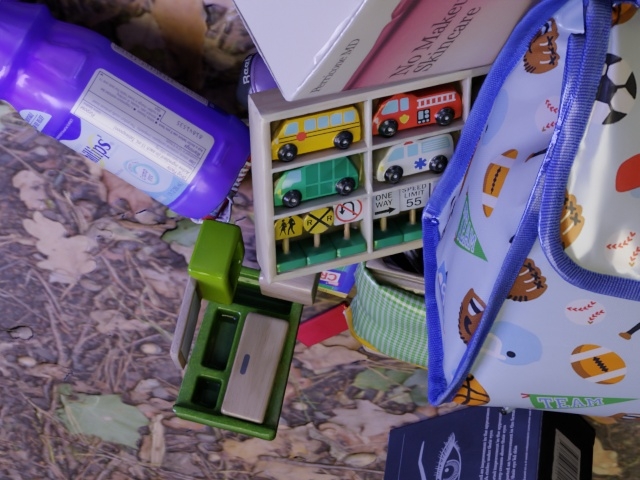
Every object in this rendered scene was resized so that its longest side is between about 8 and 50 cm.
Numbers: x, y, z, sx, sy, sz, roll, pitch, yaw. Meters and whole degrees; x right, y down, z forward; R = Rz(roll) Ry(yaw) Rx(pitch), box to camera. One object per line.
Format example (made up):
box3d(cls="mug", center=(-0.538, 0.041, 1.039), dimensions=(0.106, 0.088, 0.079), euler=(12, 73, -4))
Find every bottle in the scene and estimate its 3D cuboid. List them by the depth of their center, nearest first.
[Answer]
box3d(cls="bottle", center=(-0.196, -0.123, 1.575), dimensions=(0.283, 0.092, 0.118), euler=(31, 165, -11))

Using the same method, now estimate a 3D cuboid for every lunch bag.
box3d(cls="lunch bag", center=(0.275, -0.026, 1.358), dimensions=(0.328, 0.239, 0.385), euler=(8, 141, -13))

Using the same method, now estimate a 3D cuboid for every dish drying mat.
box3d(cls="dish drying mat", center=(0.006, 0.086, 1.890), dimensions=(0.032, 0.008, 0.083), euler=(36, 137, -29))

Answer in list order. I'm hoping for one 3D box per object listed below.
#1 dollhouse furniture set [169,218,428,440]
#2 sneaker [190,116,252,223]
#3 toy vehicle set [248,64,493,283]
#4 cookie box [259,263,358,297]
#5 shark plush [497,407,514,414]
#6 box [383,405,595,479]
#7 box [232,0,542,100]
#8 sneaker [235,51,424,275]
box3d(cls="dollhouse furniture set", center=(0.025, 0.107, 1.676), dimensions=(0.302, 0.151, 0.197), euler=(13, 164, 5))
box3d(cls="sneaker", center=(-0.084, -0.058, 1.675), dimensions=(0.042, 0.067, 0.118), euler=(24, 141, -18))
box3d(cls="toy vehicle set", center=(0.074, -0.069, 1.522), dimensions=(0.267, 0.035, 0.166), euler=(-14, 129, -14))
box3d(cls="cookie box", center=(0.000, 0.000, 1.753), dimensions=(0.092, 0.040, 0.107), euler=(16, 143, -9))
box3d(cls="shark plush", center=(0.227, 0.109, 1.860), dimensions=(0.067, 0.073, 0.161), euler=(14, 126, -38))
box3d(cls="box", center=(0.173, 0.264, 1.966), dimensions=(0.207, 0.153, 0.108), euler=(-19, 135, 34))
box3d(cls="box", center=(0.070, -0.202, 1.313), dimensions=(0.232, 0.127, 0.148), euler=(-15, 158, -35))
box3d(cls="sneaker", center=(0.027, -0.072, 1.628), dimensions=(0.124, 0.107, 0.283), euler=(2, 141, 34))
